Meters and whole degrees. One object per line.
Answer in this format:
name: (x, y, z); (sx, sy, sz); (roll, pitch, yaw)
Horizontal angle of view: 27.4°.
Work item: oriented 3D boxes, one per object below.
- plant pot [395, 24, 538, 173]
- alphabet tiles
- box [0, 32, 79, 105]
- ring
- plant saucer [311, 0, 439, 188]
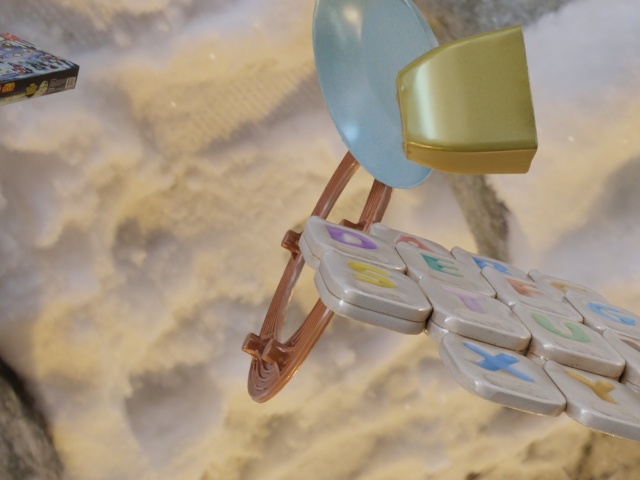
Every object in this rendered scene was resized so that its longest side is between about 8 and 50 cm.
plant pot: (0.092, -0.085, 0.854); (0.083, 0.081, 0.081); (-7, 171, 4)
alphabet tiles: (0.129, 0.048, 0.756); (0.284, 0.278, 0.021); (16, 103, -11)
box: (-0.307, -0.163, 1.249); (0.137, 0.094, 0.027); (-30, 141, -62)
ring: (0.000, 0.000, 1.283); (0.032, 0.337, 0.337); (27, 110, -9)
plant saucer: (0.058, -0.140, 1.100); (0.037, 0.195, 0.195); (-21, 131, -26)
